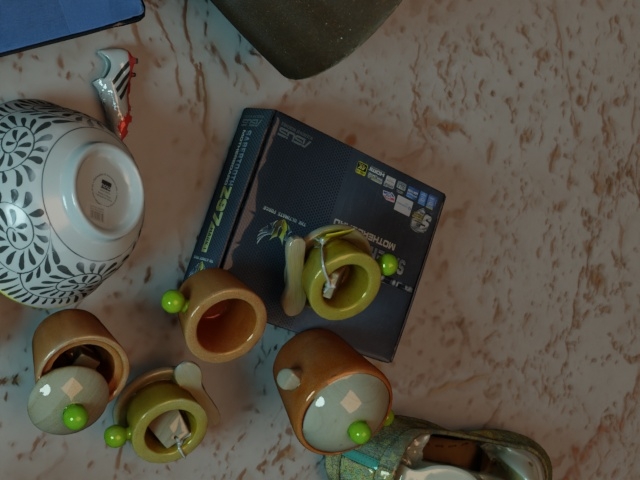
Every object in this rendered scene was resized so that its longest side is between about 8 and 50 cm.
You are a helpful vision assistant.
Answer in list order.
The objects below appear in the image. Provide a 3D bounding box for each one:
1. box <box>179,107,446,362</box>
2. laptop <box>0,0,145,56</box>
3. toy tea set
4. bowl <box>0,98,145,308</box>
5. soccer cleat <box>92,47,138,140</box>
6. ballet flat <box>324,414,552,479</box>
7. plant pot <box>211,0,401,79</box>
[{"bbox_3d":[0.000,0.000,1.035,0.232,0.059,0.183,23,84,-35],"label":"box"},{"bbox_3d":[-0.297,-0.287,0.597,0.236,0.408,0.382,-20,95,0],"label":"laptop"},{"bbox_3d":[-0.073,0.119,0.911,0.336,0.124,0.200,-15,124,-20],"label":"toy tea set"},{"bbox_3d":[-0.191,-0.034,0.842,0.170,0.080,0.170,15,71,-51],"label":"bowl"},{"bbox_3d":[-0.175,-0.121,0.910,0.035,0.029,0.083,6,89,-28],"label":"soccer cleat"},{"bbox_3d":[0.160,0.258,1.154,0.348,0.123,0.123,19,85,-37],"label":"ballet flat"},{"bbox_3d":[-0.051,-0.284,0.878,0.230,0.215,0.215,34,76,-29],"label":"plant pot"}]
